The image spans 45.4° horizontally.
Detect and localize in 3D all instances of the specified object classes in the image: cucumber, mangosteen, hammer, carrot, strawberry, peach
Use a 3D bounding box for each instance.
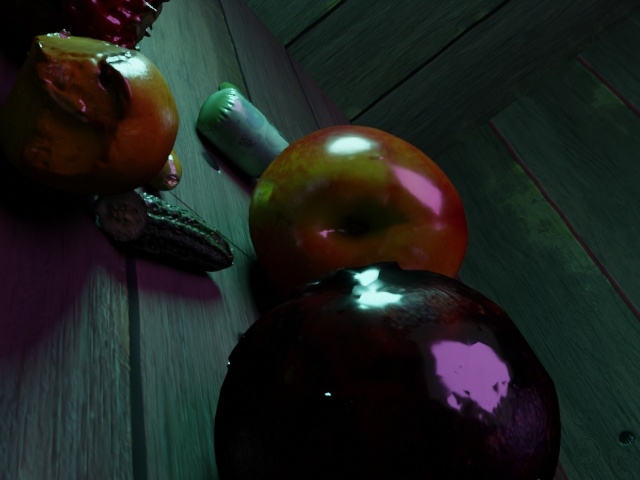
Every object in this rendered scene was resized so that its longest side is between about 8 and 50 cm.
[{"bbox_3d":[-0.199,-0.010,1.051,0.077,0.077,0.265,60,14,22],"label":"cucumber"},{"bbox_3d":[0.086,0.225,0.846,0.421,0.381,0.381,59,11,-22],"label":"mangosteen"},{"bbox_3d":[-0.185,-0.271,1.665,0.206,0.119,0.335,45,10,-32],"label":"hammer"},{"bbox_3d":[-0.283,-0.174,1.213,0.271,0.066,0.062,59,-29,30],"label":"carrot"},{"bbox_3d":[-0.352,-0.352,1.042,0.280,0.253,0.150,47,32,-17],"label":"strawberry"},{"bbox_3d":[0.058,-0.016,1.333,0.388,0.388,0.388,49,15,-18],"label":"peach"}]

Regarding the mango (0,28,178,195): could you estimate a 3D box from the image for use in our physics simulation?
[{"bbox_3d":[-0.279,-0.152,0.919,0.350,0.201,0.199,-138,-155,-73],"label":"mango"}]
